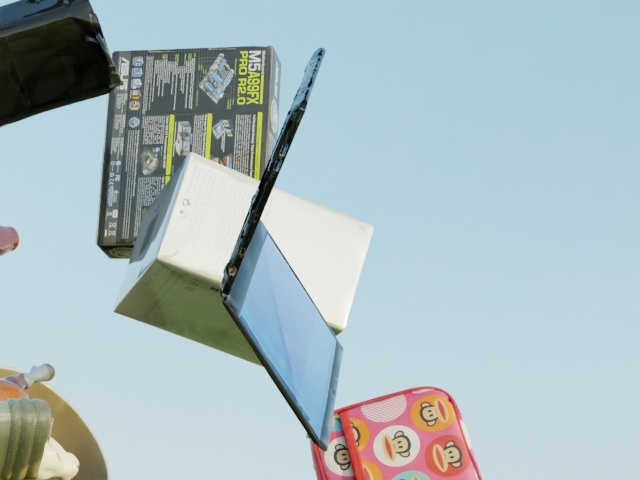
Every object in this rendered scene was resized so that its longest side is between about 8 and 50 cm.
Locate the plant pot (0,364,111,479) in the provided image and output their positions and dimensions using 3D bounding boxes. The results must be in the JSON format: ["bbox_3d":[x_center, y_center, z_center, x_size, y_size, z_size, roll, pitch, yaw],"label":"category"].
[{"bbox_3d":[-0.478,0.360,2.262,0.274,0.256,0.256,-44,-45,20],"label":"plant pot"}]

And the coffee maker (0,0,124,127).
[{"bbox_3d":[-0.287,-0.166,1.481,0.178,0.120,0.171,-21,11,-9],"label":"coffee maker"}]

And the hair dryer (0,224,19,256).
[{"bbox_3d":[-0.483,-0.050,2.158,0.080,0.223,0.293,31,-18,29],"label":"hair dryer"}]

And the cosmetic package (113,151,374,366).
[{"bbox_3d":[-0.091,0.034,1.830,0.224,0.138,0.224,20,-23,-12],"label":"cosmetic package"}]

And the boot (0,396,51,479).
[{"bbox_3d":[-0.398,0.227,1.681,0.203,0.095,0.262,3,-31,-24],"label":"boot"}]

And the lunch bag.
[{"bbox_3d":[0.097,0.361,2.241,0.258,0.293,0.120,-14,-35,-3],"label":"lunch bag"}]

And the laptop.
[{"bbox_3d":[0.000,0.000,1.375,0.136,0.264,0.234,22,18,-4],"label":"laptop"}]

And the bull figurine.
[{"bbox_3d":[-0.421,0.198,1.921,0.310,0.101,0.188,16,13,4],"label":"bull figurine"}]

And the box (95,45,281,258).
[{"bbox_3d":[-0.165,-0.112,2.049,0.216,0.270,0.060,-1,-18,9],"label":"box"}]
